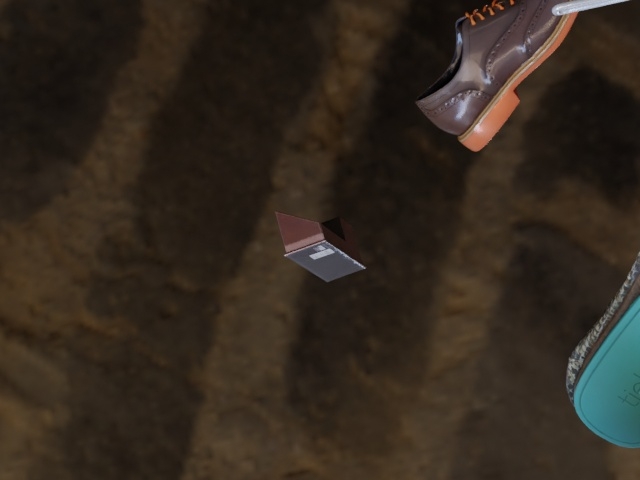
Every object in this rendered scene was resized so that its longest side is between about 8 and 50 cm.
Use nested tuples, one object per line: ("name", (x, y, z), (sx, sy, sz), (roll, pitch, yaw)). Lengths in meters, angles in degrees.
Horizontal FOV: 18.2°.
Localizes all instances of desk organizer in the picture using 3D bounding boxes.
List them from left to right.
("desk organizer", (0.000, 0.000, 2.060), (0.130, 0.047, 0.050), (34, -141, -67))

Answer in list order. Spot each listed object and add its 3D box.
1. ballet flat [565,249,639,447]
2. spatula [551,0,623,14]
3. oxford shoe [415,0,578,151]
("ballet flat", (0.358, -0.007, 1.694), (0.164, 0.483, 0.182), (33, -132, 4))
("spatula", (0.342, -0.274, 1.902), (0.168, 0.242, 0.019), (85, 174, -72))
("oxford shoe", (0.206, -0.231, 2.173), (0.098, 0.271, 0.097), (31, -171, -10))
